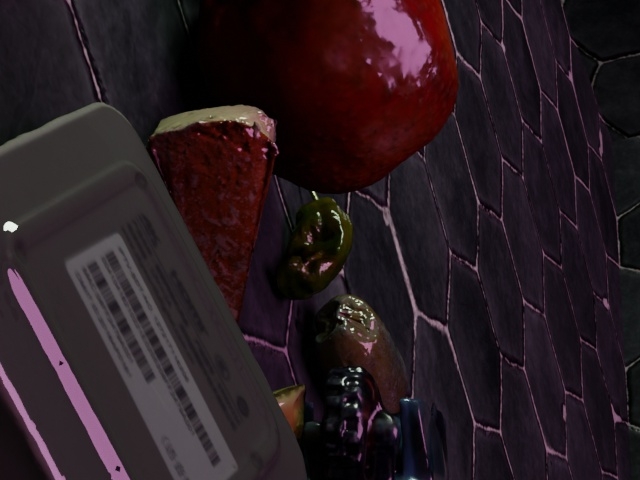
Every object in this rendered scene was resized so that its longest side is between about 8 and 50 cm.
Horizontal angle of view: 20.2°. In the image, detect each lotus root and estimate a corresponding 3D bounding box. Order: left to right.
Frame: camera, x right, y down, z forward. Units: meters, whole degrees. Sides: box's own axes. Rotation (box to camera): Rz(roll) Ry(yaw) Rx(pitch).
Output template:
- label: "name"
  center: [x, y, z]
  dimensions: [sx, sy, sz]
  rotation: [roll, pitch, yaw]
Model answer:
- label: "lotus root"
  center: [0.050, 0.142, 1.991]
  dimensions: [0.113, 0.088, 0.192]
  rotation: [-93, 161, -45]

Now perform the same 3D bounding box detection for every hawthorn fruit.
- label: "hawthorn fruit"
  center: [-0.006, -0.198, 1.804]
  dimensions: [0.307, 0.265, 0.265]
  rotation: [44, 37, -46]

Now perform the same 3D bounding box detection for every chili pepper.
- label: "chili pepper"
  center: [0.001, -0.002, 1.958]
  dimensions: [0.204, 0.072, 0.073]
  rotation: [-72, 143, -56]

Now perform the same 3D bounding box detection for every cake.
- label: "cake"
  center: [-0.071, -0.029, 1.694]
  dimensions: [0.086, 0.116, 0.220]
  rotation: [-79, 150, -63]

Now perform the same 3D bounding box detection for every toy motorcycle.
- label: "toy motorcycle"
  center: [0.044, 0.268, 1.800]
  dimensions: [0.416, 0.172, 0.232]
  rotation: [66, 22, -74]

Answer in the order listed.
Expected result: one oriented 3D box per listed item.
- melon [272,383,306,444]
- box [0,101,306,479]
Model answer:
- label: "melon"
  center: [-0.064, 0.209, 1.635]
  dimensions: [0.128, 0.079, 0.160]
  rotation: [9, 80, -54]
- label: "box"
  center: [-0.152, 0.094, 1.326]
  dimensions: [0.367, 0.090, 0.373]
  rotation: [64, 21, -7]
